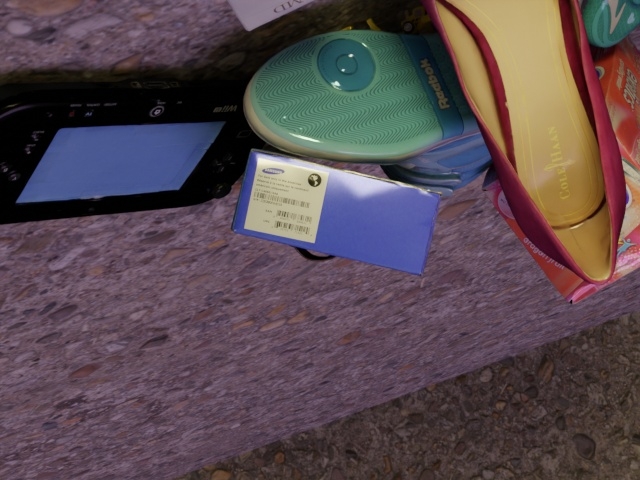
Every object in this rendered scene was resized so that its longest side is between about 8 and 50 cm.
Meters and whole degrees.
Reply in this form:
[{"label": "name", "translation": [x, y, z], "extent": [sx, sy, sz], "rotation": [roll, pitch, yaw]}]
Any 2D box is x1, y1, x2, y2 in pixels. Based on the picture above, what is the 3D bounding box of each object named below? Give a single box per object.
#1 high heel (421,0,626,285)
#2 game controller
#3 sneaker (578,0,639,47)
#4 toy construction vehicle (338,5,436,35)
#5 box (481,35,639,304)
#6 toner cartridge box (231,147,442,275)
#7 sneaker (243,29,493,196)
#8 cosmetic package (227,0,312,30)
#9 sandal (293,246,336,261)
[{"label": "high heel", "translation": [0.155, -0.142, 1.002], "extent": [0.127, 0.181, 0.377], "rotation": [-26, 130, 7]}, {"label": "game controller", "translation": [-0.177, -0.079, 1.180], "extent": [0.319, 0.067, 0.166], "rotation": [-8, 157, -43]}, {"label": "sneaker", "translation": [0.339, -0.256, 1.244], "extent": [0.107, 0.110, 0.275], "rotation": [-9, 158, -40]}, {"label": "toy construction vehicle", "translation": [0.069, -0.189, 1.231], "extent": [0.098, 0.035, 0.086], "rotation": [-19, 164, 17]}, {"label": "box", "translation": [0.284, -0.085, 1.393], "extent": [0.142, 0.154, 0.300], "rotation": [-32, -168, 26]}, {"label": "toner cartridge box", "translation": [0.010, -0.026, 1.269], "extent": [0.165, 0.075, 0.348], "rotation": [14, -179, -2]}, {"label": "sneaker", "translation": [0.063, -0.100, 1.239], "extent": [0.319, 0.127, 0.208], "rotation": [-7, 162, -22]}, {"label": "cosmetic package", "translation": [-0.038, -0.231, 0.874], "extent": [0.117, 0.085, 0.231], "rotation": [-25, 162, 6]}, {"label": "sandal", "translation": [0.000, 0.000, 1.676], "extent": [0.072, 0.049, 0.180], "rotation": [-31, 162, 23]}]
